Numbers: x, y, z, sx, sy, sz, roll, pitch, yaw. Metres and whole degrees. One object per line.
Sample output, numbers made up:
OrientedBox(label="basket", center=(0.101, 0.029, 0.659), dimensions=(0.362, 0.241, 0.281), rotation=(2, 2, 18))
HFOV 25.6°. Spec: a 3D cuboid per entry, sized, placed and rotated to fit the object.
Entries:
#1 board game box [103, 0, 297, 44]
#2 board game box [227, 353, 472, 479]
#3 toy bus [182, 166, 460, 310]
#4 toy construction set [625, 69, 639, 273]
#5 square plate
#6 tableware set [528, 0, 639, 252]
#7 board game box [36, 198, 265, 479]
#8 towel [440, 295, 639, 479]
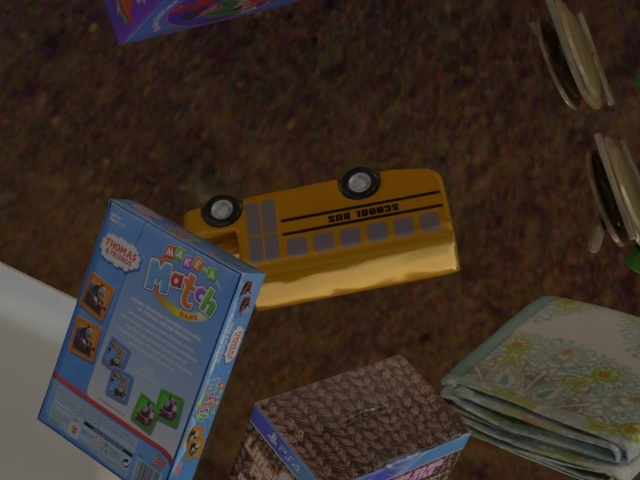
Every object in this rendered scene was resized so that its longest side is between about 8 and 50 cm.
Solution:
OrientedBox(label="board game box", center=(-0.067, -0.317, 1.465), dimensions=(0.347, 0.233, 0.078), rotation=(-25, 85, 62))
OrientedBox(label="board game box", center=(0.011, 0.311, 1.691), dimensions=(0.141, 0.232, 0.291), rotation=(46, 132, 32))
OrientedBox(label="toy bus", center=(0.000, 0.000, 1.782), dimensions=(0.333, 0.130, 0.108), rotation=(-11, 148, 4))
OrientedBox(label="toy construction set", center=(0.469, -0.049, 1.586), dimensions=(0.309, 0.257, 0.237), rotation=(26, 104, 5))
OrientedBox(label="square plate", center=(-0.305, 0.201, 1.390), dimensions=(0.049, 0.347, 0.344), rotation=(-18, 146, 34))
OrientedBox(label="tableware set", center=(0.194, -0.082, 1.040), dimensions=(0.039, 0.128, 0.194), rotation=(-20, 83, 21))
OrientedBox(label="board game box", center=(-0.147, 0.092, 1.189), dimensions=(0.160, 0.039, 0.211), rotation=(28, 105, 33))
OrientedBox(label="towel", center=(0.391, 0.211, 2.089), dimensions=(0.320, 0.374, 0.090), rotation=(18, 124, 33))
